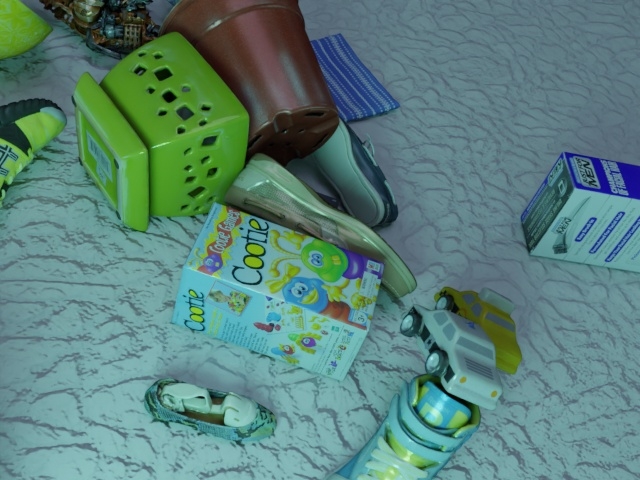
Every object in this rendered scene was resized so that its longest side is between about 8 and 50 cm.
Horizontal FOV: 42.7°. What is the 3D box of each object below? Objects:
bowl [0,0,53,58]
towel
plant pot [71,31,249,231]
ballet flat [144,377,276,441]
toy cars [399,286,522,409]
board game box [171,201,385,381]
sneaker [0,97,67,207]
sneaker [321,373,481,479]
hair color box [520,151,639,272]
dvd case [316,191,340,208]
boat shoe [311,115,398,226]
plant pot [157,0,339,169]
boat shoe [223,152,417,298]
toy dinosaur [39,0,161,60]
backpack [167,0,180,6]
[{"bbox_3d":[-0.634,-0.401,1.429,0.289,0.289,0.156,36,89,13],"label":"bowl"},{"bbox_3d":[-0.032,-0.322,1.666,0.336,0.040,0.243,-18,59,-31],"label":"towel"},{"bbox_3d":[-0.269,-0.166,1.330,0.207,0.227,0.228,-25,62,-27],"label":"plant pot"},{"bbox_3d":[-0.148,0.230,1.126,0.188,0.070,0.070,11,48,-9],"label":"ballet flat"},{"bbox_3d":[0.222,0.127,1.193,0.176,0.087,0.394,37,15,14],"label":"toy cars"},{"bbox_3d":[-0.063,0.078,1.233,0.275,0.144,0.142,20,46,-2],"label":"board game box"},{"bbox_3d":[-0.535,-0.097,1.261,0.147,0.145,0.385,56,46,-10],"label":"sneaker"},{"bbox_3d":[0.092,0.289,1.055,0.127,0.208,0.319,35,49,11],"label":"sneaker"},{"bbox_3d":[0.571,-0.041,1.521,0.339,0.185,0.110,8,48,-12],"label":"hair color box"},{"bbox_3d":[-0.066,-0.020,1.403,0.165,0.018,0.221,19,47,-2],"label":"dvd case"},{"bbox_3d":[0.061,-0.138,1.490,0.079,0.095,0.254,-8,59,-49],"label":"boat shoe"},{"bbox_3d":[-0.109,-0.279,1.436,0.272,0.272,0.265,-16,71,-29],"label":"plant pot"},{"bbox_3d":[0.000,0.000,1.332,0.341,0.121,0.110,36,80,3],"label":"boat shoe"},{"bbox_3d":[-0.421,-0.462,1.594,0.322,0.164,0.218,31,61,-20],"label":"toy dinosaur"},{"bbox_3d":[-0.184,-0.530,1.679,0.253,0.191,0.225,33,43,-19],"label":"backpack"}]
